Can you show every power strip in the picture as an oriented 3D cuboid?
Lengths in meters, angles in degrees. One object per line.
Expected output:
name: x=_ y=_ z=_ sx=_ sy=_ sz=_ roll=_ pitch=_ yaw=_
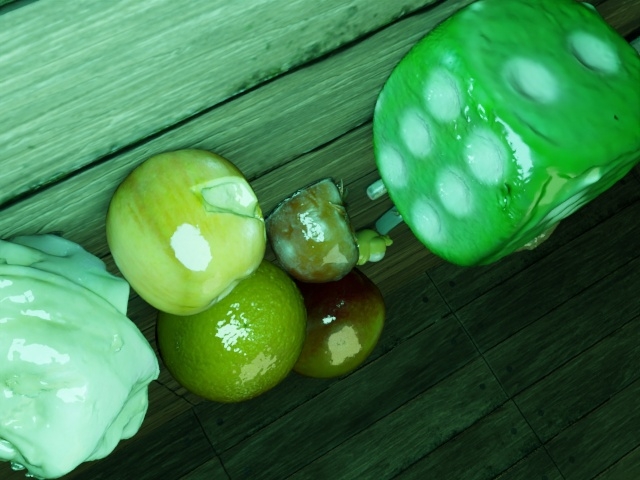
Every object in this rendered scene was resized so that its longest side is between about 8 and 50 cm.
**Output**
power strip: x=0.227 y=-0.075 z=1.646 sx=0.216 sy=0.044 sz=0.137 roll=-17 pitch=160 yaw=-49

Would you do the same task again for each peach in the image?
peach: x=0.024 y=0.208 z=1.728 sx=0.307 sy=0.308 sz=0.332 roll=-13 pitch=141 yaw=-54

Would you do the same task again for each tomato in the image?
tomato: x=0.000 y=0.000 z=1.186 sx=0.180 sy=0.155 sz=0.214 roll=-29 pitch=168 yaw=7

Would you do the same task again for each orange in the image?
orange: x=-0.156 y=0.152 z=1.137 sx=0.274 sy=0.274 sz=0.274 roll=-30 pitch=167 yaw=-8

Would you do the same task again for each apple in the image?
apple: x=-0.150 y=-0.008 z=0.740 sx=0.199 sy=0.199 sz=0.199 roll=-30 pitch=167 yaw=-8

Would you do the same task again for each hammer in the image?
hammer: x=0.123 y=-0.107 z=1.339 sx=0.052 sy=0.031 sz=0.083 roll=-31 pitch=178 yaw=11

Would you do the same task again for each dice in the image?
dice: x=0.266 y=-0.152 z=0.917 sx=0.300 sy=0.287 sz=0.297 roll=-26 pitch=166 yaw=-25

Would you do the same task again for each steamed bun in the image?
steamed bun: x=-0.306 y=0.098 z=0.711 sx=0.207 sy=0.267 sz=0.280 roll=-62 pitch=172 yaw=0

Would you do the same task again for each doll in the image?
doll: x=0.072 y=0.025 z=1.581 sx=0.117 sy=0.086 sz=0.291 roll=8 pitch=-165 yaw=34

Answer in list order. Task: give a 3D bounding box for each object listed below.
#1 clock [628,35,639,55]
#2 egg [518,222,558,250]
clock: x=0.744 y=-0.398 z=1.481 sx=0.231 sy=0.116 sz=0.262 roll=-34 pitch=166 yaw=14
egg: x=0.543 y=-0.093 z=1.807 sx=0.310 sy=0.279 sz=0.279 roll=-46 pitch=164 yaw=13
